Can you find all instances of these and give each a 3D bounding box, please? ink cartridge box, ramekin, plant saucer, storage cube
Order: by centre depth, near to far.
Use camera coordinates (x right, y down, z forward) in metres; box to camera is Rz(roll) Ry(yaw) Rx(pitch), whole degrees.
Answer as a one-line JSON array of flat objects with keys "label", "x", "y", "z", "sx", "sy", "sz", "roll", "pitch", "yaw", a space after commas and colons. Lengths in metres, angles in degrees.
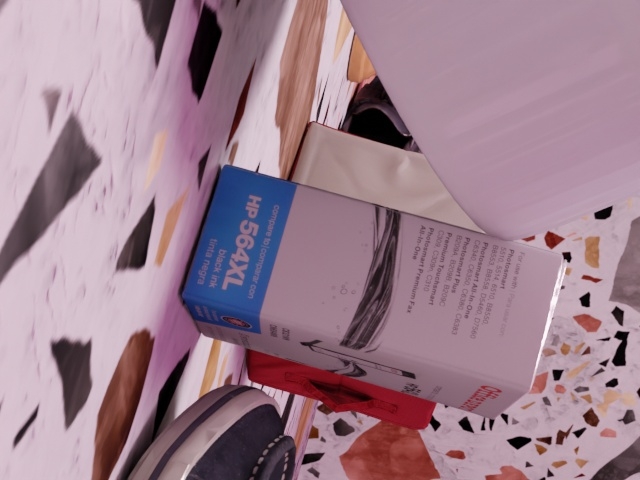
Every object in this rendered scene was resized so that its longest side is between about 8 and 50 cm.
[{"label": "ramekin", "x": 0.100, "y": -0.134, "z": 0.660, "sx": 0.277, "sy": 0.135, "sz": 0.277, "roll": 57, "pitch": 16, "yaw": -26}, {"label": "ink cartridge box", "x": 0.030, "y": 0.036, "z": 0.746, "sx": 0.148, "sy": 0.203, "sz": 0.086, "roll": 90, "pitch": 17, "yaw": -76}, {"label": "storage cube", "x": 0.046, "y": 0.037, "z": 1.123, "sx": 0.193, "sy": 0.184, "sz": 0.215, "roll": 98, "pitch": 9, "yaw": -62}, {"label": "plant saucer", "x": 0.075, "y": -0.270, "z": 1.367, "sx": 0.200, "sy": 0.037, "sz": 0.200, "roll": 15, "pitch": 90, "yaw": -87}]

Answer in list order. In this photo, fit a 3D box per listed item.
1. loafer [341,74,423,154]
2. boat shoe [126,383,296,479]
[{"label": "loafer", "x": 0.071, "y": -0.116, "z": 1.488, "sx": 0.095, "sy": 0.109, "sz": 0.302, "roll": 95, "pitch": 14, "yaw": -52}, {"label": "boat shoe", "x": -0.074, "y": 0.271, "z": 0.616, "sx": 0.500, "sy": 0.156, "sz": 0.187, "roll": -71, "pitch": 173, "yaw": -55}]
